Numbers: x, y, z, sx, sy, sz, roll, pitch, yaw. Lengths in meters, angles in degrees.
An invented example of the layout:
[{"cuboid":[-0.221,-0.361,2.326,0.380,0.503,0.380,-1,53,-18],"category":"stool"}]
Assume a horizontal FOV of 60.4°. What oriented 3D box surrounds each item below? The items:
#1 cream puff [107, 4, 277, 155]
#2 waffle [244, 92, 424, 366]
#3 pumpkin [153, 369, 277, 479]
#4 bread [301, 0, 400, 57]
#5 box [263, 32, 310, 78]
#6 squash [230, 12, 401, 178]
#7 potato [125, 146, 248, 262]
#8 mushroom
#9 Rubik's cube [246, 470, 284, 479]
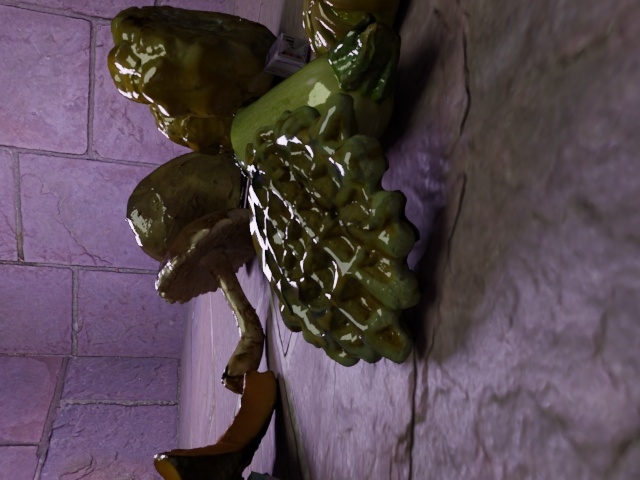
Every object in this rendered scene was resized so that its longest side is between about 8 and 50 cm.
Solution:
[{"cuboid":[-0.227,-0.284,1.026,0.324,0.291,0.257,-89,5,-57],"category":"cream puff"},{"cuboid":[-0.002,0.001,0.455,0.204,0.054,0.223,-3,102,55],"category":"waffle"},{"cuboid":[-0.154,0.327,0.749,0.258,0.095,0.290,-65,-8,15],"category":"pumpkin"},{"cuboid":[0.030,-0.215,0.530,0.157,0.083,0.094,-176,79,-73],"category":"bread"},{"cuboid":[-0.054,-0.289,0.870,0.117,0.051,0.036,-167,89,-75],"category":"box"},{"cuboid":[0.004,-0.106,0.523,0.287,0.137,0.137,175,100,-65],"category":"squash"},{"cuboid":[-0.286,-0.076,1.196,0.288,0.238,0.300,-100,19,-67],"category":"potato"},{"cuboid":[-0.171,0.098,1.012,0.208,0.233,0.301,-12,97,49],"category":"mushroom"},{"cuboid":[-0.074,0.340,0.692,0.073,0.075,0.084,-63,-1,25],"category":"Rubik's cube"}]
